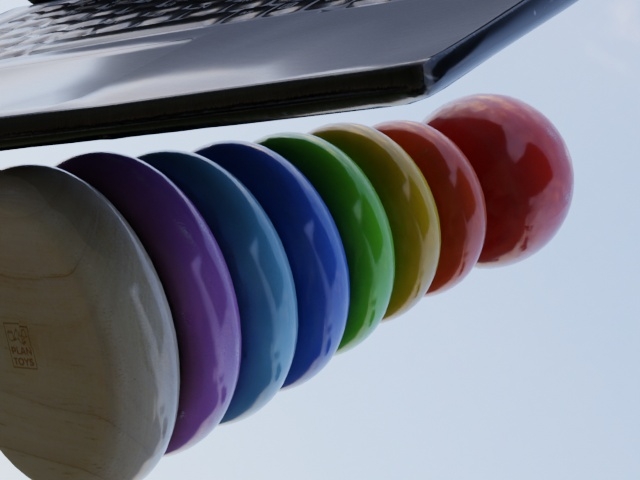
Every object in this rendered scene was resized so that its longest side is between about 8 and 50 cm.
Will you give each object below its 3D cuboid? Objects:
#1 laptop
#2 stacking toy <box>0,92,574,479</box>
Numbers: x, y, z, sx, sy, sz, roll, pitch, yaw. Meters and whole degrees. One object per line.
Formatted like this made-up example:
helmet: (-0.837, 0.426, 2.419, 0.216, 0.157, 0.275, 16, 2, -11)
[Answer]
laptop: (-0.050, -0.209, 0.741, 0.382, 0.408, 0.236, -4, -71, 34)
stacking toy: (0.000, 0.000, 0.794, 0.141, 0.330, 0.141, 22, -59, 43)
